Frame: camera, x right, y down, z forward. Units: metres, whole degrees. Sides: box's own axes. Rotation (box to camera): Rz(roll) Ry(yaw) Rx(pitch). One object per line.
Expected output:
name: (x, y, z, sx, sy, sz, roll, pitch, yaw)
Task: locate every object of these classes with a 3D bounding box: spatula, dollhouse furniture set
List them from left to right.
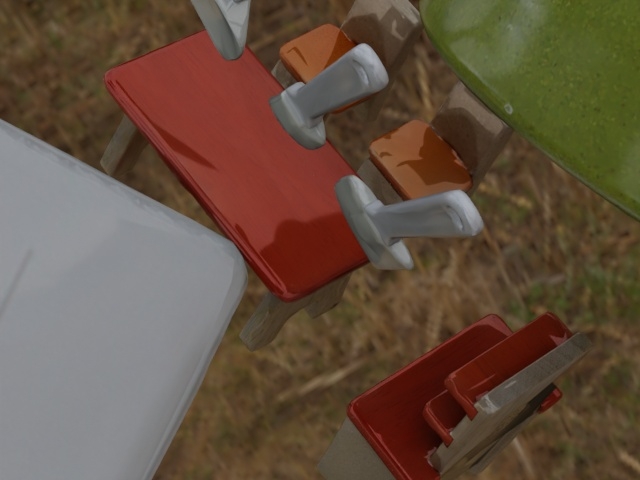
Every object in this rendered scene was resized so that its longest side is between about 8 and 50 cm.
spatula: (-0.004, -0.058, 0.714, 0.019, 0.168, 0.242, -31, 3, -7)
dollhouse furniture set: (0.000, 0.000, 0.879, 0.262, 0.135, 0.259, -29, 71, -34)

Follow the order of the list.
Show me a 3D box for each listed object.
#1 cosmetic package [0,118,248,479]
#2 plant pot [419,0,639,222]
cosmetic package: (-0.302, 0.038, 0.468, 0.329, 0.394, 0.327, 22, 84, 60)
plant pot: (0.226, -0.168, 0.703, 0.353, 0.366, 0.366, -58, 42, 18)
